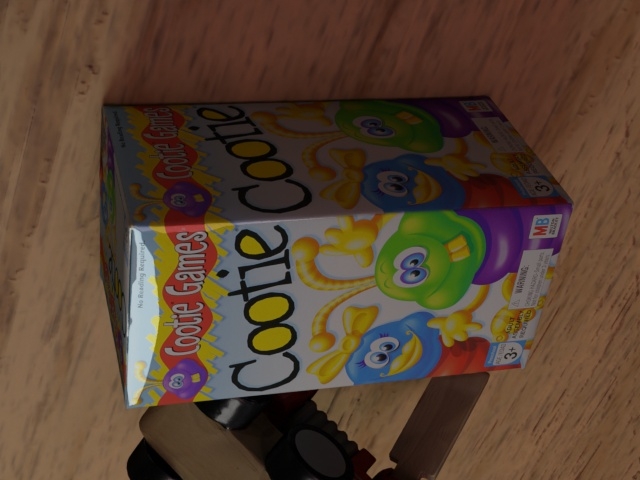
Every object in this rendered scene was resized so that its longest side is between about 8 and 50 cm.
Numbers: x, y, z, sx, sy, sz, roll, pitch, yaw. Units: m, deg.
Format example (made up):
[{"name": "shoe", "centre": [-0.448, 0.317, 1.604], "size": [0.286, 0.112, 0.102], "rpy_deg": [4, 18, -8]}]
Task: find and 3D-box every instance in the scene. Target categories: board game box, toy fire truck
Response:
[{"name": "board game box", "centre": [0.000, 0.000, 0.716], "size": [0.275, 0.144, 0.142], "rpy_deg": [-4, 127, -17]}, {"name": "toy fire truck", "centre": [0.012, 0.153, 0.839], "size": [0.158, 0.217, 0.246], "rpy_deg": [-53, 166, 22]}]
